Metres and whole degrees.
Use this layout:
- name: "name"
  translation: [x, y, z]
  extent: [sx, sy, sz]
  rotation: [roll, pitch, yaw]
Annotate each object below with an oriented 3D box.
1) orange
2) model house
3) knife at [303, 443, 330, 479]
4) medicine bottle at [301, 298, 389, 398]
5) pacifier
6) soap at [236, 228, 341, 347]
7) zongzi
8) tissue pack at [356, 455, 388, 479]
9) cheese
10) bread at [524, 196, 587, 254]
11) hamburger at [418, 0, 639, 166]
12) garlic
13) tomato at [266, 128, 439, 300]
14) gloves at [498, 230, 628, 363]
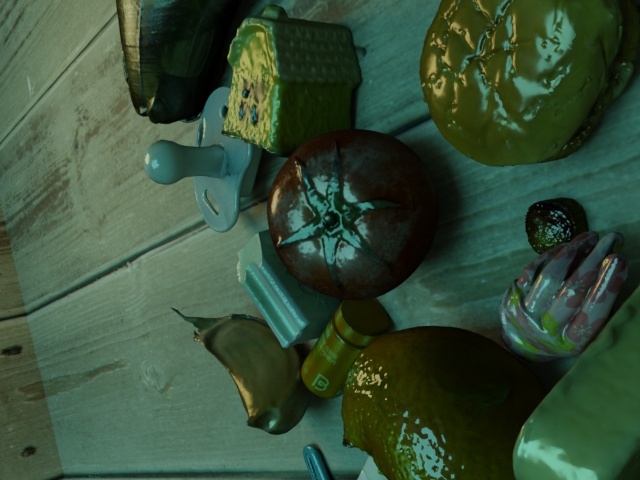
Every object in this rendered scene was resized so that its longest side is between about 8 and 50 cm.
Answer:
- name: "orange"
  translation: [0.194, 0.239, 1.129]
  extent: [0.334, 0.262, 0.196]
  rotation: [52, 130, 45]
- name: "model house"
  translation: [-0.040, -0.268, 1.377]
  extent: [0.174, 0.193, 0.234]
  rotation: [33, 120, 42]
- name: "knife"
  translation: [0.009, 0.514, 1.627]
  extent: [0.064, 0.031, 0.222]
  rotation: [-37, 70, 52]
- name: "medicine bottle"
  translation: [0.041, 0.192, 1.460]
  extent: [0.096, 0.096, 0.192]
  rotation: [55, 136, 27]
- name: "pacifier"
  translation: [-0.241, -0.162, 1.612]
  extent: [0.244, 0.233, 0.299]
  rotation: [44, 129, 39]
- name: "soap"
  translation: [-0.062, 0.075, 1.528]
  extent: [0.230, 0.145, 0.091]
  rotation: [54, 126, 21]
- name: "zongzi"
  translation: [-0.218, -0.406, 1.581]
  extent: [0.432, 0.208, 0.403]
  rotation: [15, 116, 36]
- name: "tissue pack"
  translation: [0.219, 0.448, 1.225]
  extent: [0.356, 0.193, 0.266]
  rotation: [47, 133, 34]
- name: "cheese"
  translation: [0.384, 0.155, 0.918]
  extent: [0.104, 0.384, 0.384]
  rotation: [29, 121, 37]
- name: "bread"
  translation: [0.314, -0.017, 1.108]
  extent: [0.085, 0.053, 0.085]
  rotation: [15, 110, 48]
- name: "hamburger"
  translation: [0.248, -0.244, 1.055]
  extent: [0.318, 0.158, 0.319]
  rotation: [14, 108, 50]
- name: "garlic"
  translation: [-0.135, 0.231, 1.615]
  extent: [0.338, 0.196, 0.151]
  rotation: [49, 117, 35]
- name: "tomato"
  translation: [0.054, -0.043, 1.270]
  extent: [0.265, 0.265, 0.265]
  rotation: [16, 111, 48]
- name: "gloves"
  translation: [0.316, 0.084, 1.046]
  extent: [0.145, 0.126, 0.241]
  rotation: [55, 163, 18]
